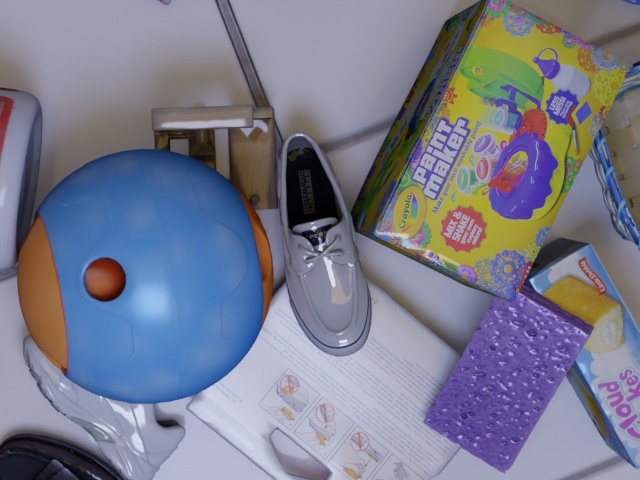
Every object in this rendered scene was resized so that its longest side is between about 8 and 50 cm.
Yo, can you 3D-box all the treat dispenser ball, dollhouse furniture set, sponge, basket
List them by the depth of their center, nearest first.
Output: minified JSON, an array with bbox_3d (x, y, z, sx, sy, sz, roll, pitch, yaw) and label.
[{"bbox_3d":[-0.197,0.041,1.704,0.288,0.288,0.288,0,92,-5],"label":"treat dispenser ball"},{"bbox_3d":[0.423,-0.107,1.753,0.201,0.289,0.254,-20,95,-4],"label":"basket"},{"bbox_3d":[0.217,0.159,1.762,0.117,0.031,0.210,30,113,8],"label":"sponge"},{"bbox_3d":[-0.121,-0.094,1.775,0.144,0.151,0.123,-3,93,-3],"label":"dollhouse furniture set"}]

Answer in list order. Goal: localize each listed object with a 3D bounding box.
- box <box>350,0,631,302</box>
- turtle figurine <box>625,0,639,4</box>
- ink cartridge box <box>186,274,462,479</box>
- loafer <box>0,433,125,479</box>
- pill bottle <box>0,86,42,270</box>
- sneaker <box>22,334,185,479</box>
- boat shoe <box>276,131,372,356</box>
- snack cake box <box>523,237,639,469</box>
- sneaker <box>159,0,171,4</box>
[{"bbox_3d":[0.180,-0.103,1.738,0.177,0.279,0.290,27,90,-5],"label":"box"},{"bbox_3d":[0.456,-0.417,1.774,0.266,0.198,0.274,-38,137,-20],"label":"turtle figurine"},{"bbox_3d":[0.028,0.190,1.842,0.296,0.066,0.261,40,88,-5],"label":"ink cartridge box"},{"bbox_3d":[-0.265,0.342,1.799,0.302,0.095,0.109,37,106,-6],"label":"loafer"},{"bbox_3d":[-0.511,-0.091,1.711,0.363,0.210,0.210,8,92,-5],"label":"pill bottle"},{"bbox_3d":[-0.256,0.181,1.815,0.115,0.090,0.232,-45,104,-9],"label":"sneaker"},{"bbox_3d":[0.000,0.000,1.758,0.096,0.088,0.267,-8,71,3],"label":"boat shoe"},{"bbox_3d":[0.336,0.131,1.825,0.089,0.152,0.264,-31,94,-3],"label":"snack cake box"},{"bbox_3d":[-0.190,-0.356,1.807,0.070,0.051,0.134,20,95,-11],"label":"sneaker"}]
